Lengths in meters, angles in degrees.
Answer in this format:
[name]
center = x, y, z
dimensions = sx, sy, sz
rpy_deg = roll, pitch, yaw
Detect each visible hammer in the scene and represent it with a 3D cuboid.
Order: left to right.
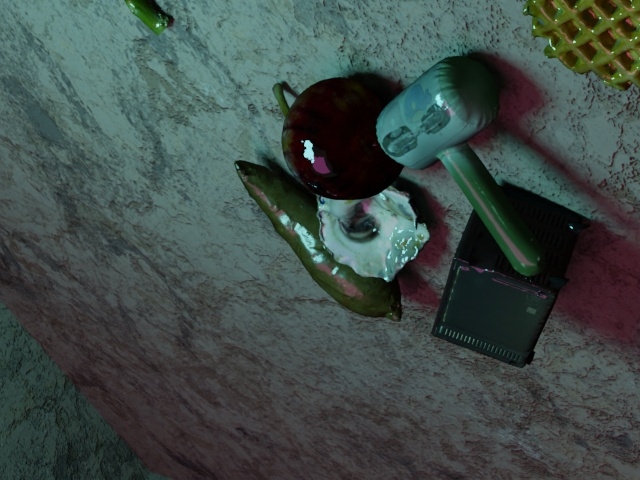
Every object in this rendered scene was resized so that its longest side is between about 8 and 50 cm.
[hammer]
center = 0.231, -0.094, 1.632
dimensions = 0.336, 0.119, 0.206
rpy_deg = 56, 147, 0

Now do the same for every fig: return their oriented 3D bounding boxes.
[fig]
center = 0.011, -0.154, 1.794
dimensions = 0.203, 0.186, 0.249
rpy_deg = 30, 163, -30

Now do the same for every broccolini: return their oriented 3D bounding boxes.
[broccolini]
center = -0.369, -0.497, 1.820
dimensions = 0.074, 0.079, 0.392
rpy_deg = -14, 133, 41

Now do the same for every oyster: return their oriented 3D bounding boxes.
[oyster]
center = 0.085, -0.035, 1.955
dimensions = 0.214, 0.083, 0.223
rpy_deg = 32, 130, 0

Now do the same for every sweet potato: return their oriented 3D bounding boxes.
[sweet potato]
center = -0.001, -0.002, 2.082
dimensions = 0.422, 0.130, 0.130
rpy_deg = 45, 150, -4

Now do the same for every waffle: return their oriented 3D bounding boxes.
[waffle]
center = 0.361, -0.285, 1.368
dimensions = 0.245, 0.052, 0.254
rpy_deg = 21, 149, 25

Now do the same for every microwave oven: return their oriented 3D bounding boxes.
[microwave oven]
center = 0.301, 0.055, 1.791
dimensions = 0.178, 0.188, 0.247
rpy_deg = 23, 145, 11
